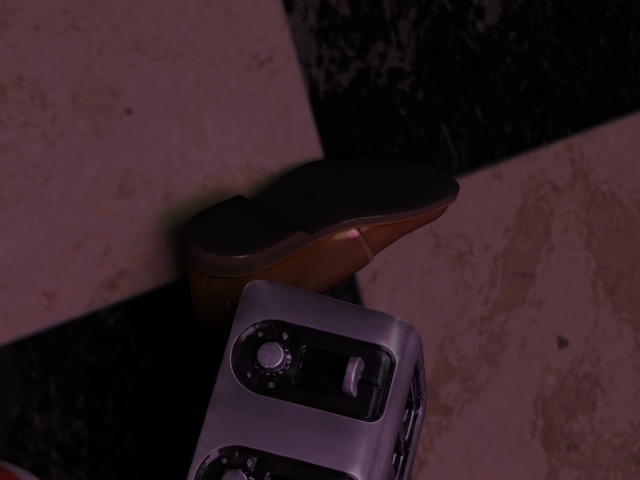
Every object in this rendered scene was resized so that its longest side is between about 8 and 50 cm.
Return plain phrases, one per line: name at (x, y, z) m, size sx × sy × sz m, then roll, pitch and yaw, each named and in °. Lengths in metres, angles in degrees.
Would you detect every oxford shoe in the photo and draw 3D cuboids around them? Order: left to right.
oxford shoe at (0.000, 0.000, 1.129) m, size 0.212 × 0.076 × 0.076 m, roll -20°, pitch 129°, yaw -34°

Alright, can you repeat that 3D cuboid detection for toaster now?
toaster at (-0.010, 0.137, 1.041) m, size 0.110 × 0.185 × 0.168 m, roll 13°, pitch 68°, yaw 11°

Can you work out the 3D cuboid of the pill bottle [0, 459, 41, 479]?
pill bottle at (-0.290, 0.217, 0.809) m, size 0.363 × 0.210 × 0.210 m, roll -1°, pitch 89°, yaw -42°
